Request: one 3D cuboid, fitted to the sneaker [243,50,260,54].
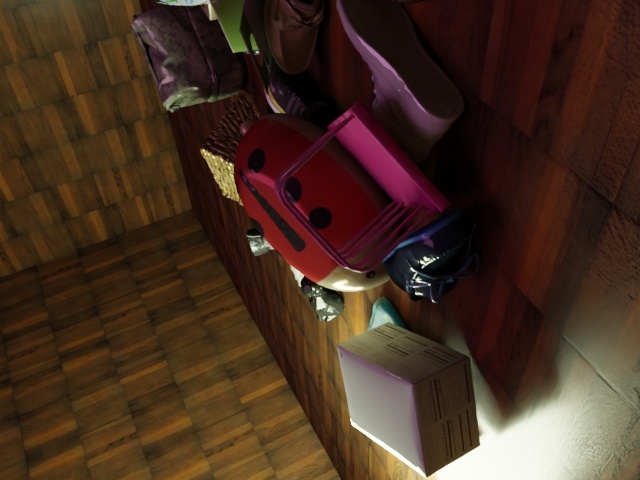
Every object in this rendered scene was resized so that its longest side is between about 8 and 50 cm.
[{"bbox_3d":[-0.175,-0.510,1.600,0.098,0.083,0.224,56,-179,-44],"label":"sneaker"}]

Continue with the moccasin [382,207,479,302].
[{"bbox_3d":[0.196,0.034,1.050,0.117,0.137,0.342,61,176,8],"label":"moccasin"}]

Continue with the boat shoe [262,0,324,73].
[{"bbox_3d":[-0.045,-0.449,1.195,0.098,0.109,0.302,54,153,42],"label":"boat shoe"}]

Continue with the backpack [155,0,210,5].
[{"bbox_3d":[-0.274,-0.643,1.381,0.276,0.263,0.213,62,162,22],"label":"backpack"}]

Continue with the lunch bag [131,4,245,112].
[{"bbox_3d":[-0.398,-0.561,1.871,0.305,0.256,0.212,69,163,0],"label":"lunch bag"}]

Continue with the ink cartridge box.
[{"bbox_3d":[-0.163,-0.448,1.260,0.189,0.097,0.255,66,-156,-61],"label":"ink cartridge box"}]

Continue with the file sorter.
[{"bbox_3d":[0.042,-0.078,1.034,0.202,0.182,0.290,47,179,-8],"label":"file sorter"}]

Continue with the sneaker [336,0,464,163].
[{"bbox_3d":[0.096,-0.258,0.987,0.292,0.108,0.169,62,159,17],"label":"sneaker"}]

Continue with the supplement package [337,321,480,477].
[{"bbox_3d":[0.175,0.315,1.284,0.262,0.145,0.204,16,121,59],"label":"supplement package"}]

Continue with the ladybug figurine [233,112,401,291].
[{"bbox_3d":[-0.027,-0.066,1.298,0.449,0.162,0.305,47,140,3],"label":"ladybug figurine"}]

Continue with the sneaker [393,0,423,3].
[{"bbox_3d":[0.094,-0.406,0.874,0.188,0.071,0.066,60,161,25],"label":"sneaker"}]

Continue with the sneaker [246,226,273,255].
[{"bbox_3d":[-0.139,-0.001,1.933,0.268,0.153,0.101,23,132,67],"label":"sneaker"}]

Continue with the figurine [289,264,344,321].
[{"bbox_3d":[-0.033,0.096,1.737,0.215,0.092,0.209,58,180,33],"label":"figurine"}]

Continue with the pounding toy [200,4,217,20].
[{"bbox_3d":[-0.262,-0.628,1.569,0.130,0.141,0.100,58,160,30],"label":"pounding toy"}]

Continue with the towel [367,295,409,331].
[{"bbox_3d":[0.213,0.334,1.466,0.370,0.040,0.271,60,162,25],"label":"towel"}]

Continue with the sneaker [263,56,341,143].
[{"bbox_3d":[-0.026,-0.289,1.366,0.300,0.111,0.121,62,150,7],"label":"sneaker"}]

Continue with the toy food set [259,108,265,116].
[{"bbox_3d":[-0.115,-0.282,1.737,0.132,0.038,0.192,54,170,52],"label":"toy food set"}]

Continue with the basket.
[{"bbox_3d":[-0.161,-0.229,1.723,0.213,0.223,0.299,26,162,15],"label":"basket"}]
